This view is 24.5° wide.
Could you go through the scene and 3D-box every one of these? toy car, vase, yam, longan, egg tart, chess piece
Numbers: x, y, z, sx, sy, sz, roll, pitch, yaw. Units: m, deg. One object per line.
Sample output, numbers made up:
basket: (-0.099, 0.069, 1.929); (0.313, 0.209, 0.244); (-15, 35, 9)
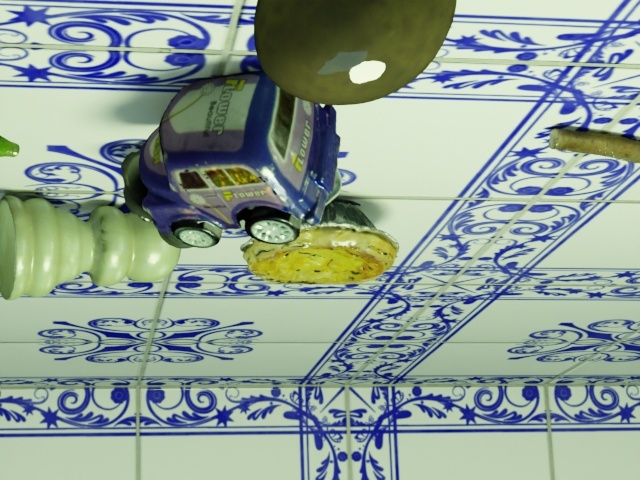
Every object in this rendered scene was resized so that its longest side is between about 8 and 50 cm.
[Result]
toy car: (-0.107, -0.100, 1.658); (0.235, 0.172, 0.158); (-7, 147, 27)
vase: (-0.190, -0.049, 1.921); (0.115, 0.115, 0.237); (-2, 167, 0)
yam: (0.351, -0.120, 1.851); (0.145, 0.032, 0.032); (6, 162, -27)
longan: (0.021, -0.197, 1.277); (0.185, 0.159, 0.204); (-39, -165, -24)
egg tart: (0.000, 0.000, 2.123); (0.234, 0.094, 0.234); (1, 164, 0)
chess piece: (-0.316, 0.007, 2.056); (0.251, 0.144, 0.144); (-1, 165, -23)

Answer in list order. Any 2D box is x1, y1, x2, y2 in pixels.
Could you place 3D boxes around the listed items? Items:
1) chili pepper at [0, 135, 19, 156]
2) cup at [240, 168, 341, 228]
chili pepper: (-0.466, -0.116, 1.618); (0.270, 0.136, 0.099); (6, -165, -18)
cup: (-0.043, -0.082, 1.833); (0.129, 0.095, 0.128); (-14, -161, 47)
